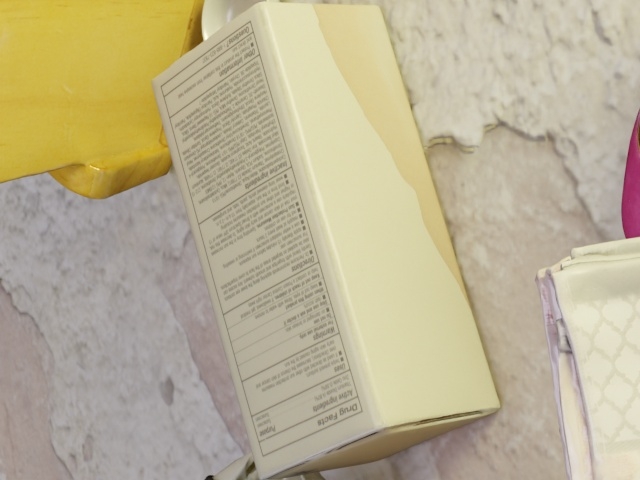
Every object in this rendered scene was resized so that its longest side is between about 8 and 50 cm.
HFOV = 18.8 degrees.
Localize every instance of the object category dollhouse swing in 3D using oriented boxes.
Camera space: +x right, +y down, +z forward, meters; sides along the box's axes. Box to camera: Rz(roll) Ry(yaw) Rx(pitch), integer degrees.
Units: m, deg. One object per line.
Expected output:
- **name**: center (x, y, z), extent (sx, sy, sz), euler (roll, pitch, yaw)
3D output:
- **dollhouse swing**: center (-0.238, -0.235, 1.487), extent (0.315, 0.305, 0.347), euler (38, 122, 39)

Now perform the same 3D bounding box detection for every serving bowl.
- **serving bowl**: center (-0.056, -0.168, 1.494), extent (0.083, 0.027, 0.083), euler (7, 99, 48)

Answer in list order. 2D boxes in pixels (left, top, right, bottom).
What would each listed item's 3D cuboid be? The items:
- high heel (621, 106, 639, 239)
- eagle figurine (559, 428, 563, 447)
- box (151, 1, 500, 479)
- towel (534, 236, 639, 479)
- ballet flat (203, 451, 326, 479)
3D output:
- **high heel**: center (0.210, -0.095, 1.136), extent (0.082, 0.117, 0.244), euler (47, 126, 34)
- **eagle figurine**: center (0.302, 0.194, 1.046), extent (0.298, 0.225, 0.226), euler (-15, 126, 19)
- **box**: center (0.000, 0.000, 1.377), extent (0.148, 0.121, 0.311), euler (-27, 74, 46)
- **towel**: center (0.288, 0.132, 0.914), extent (0.331, 0.053, 0.317), euler (-11, 79, 4)
- **ballet flat**: center (-0.035, 0.211, 1.450), extent (0.096, 0.095, 0.280), euler (-56, 19, -10)
